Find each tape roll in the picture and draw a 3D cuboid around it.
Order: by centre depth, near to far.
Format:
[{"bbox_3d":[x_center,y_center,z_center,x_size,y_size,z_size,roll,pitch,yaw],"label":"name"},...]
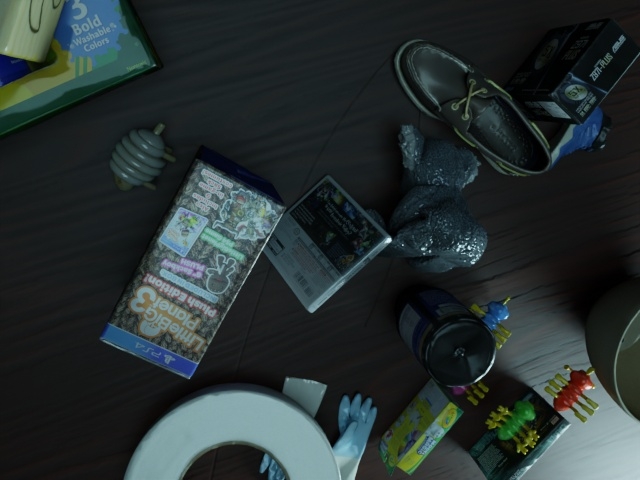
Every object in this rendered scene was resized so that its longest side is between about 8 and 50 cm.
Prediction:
[{"bbox_3d":[-0.154,0.454,1.121,0.392,0.072,0.391,0,89,-7],"label":"tape roll"}]

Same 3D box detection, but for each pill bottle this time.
[{"bbox_3d":[0.202,0.151,1.080,0.123,0.219,0.122,-2,104,-9],"label":"pill bottle"}]

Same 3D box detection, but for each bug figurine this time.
[{"bbox_3d":[0.359,0.251,1.174,0.279,0.072,0.216,42,99,13],"label":"bug figurine"}]

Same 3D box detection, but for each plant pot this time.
[{"bbox_3d":[0.612,0.181,1.172,0.284,0.191,0.284,-3,103,-12],"label":"plant pot"}]

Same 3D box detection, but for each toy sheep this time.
[{"bbox_3d":[-0.284,-0.133,0.998,0.091,0.091,0.132,33,101,-16],"label":"toy sheep"}]

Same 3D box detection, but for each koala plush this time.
[{"bbox_3d":[0.189,-0.075,1.055,0.196,0.203,0.221,17,75,-29],"label":"koala plush"}]

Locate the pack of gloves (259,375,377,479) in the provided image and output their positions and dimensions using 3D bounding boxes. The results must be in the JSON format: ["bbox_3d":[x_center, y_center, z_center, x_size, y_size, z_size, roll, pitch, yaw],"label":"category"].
[{"bbox_3d":[-0.001,0.388,1.194,0.195,0.046,0.232,14,100,-14],"label":"pack of gloves"}]

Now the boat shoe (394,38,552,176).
[{"bbox_3d":[0.264,-0.222,1.064,0.324,0.096,0.116,39,94,-16],"label":"boat shoe"}]

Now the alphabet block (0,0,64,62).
[{"bbox_3d":[-0.396,-0.332,0.705,0.194,0.192,0.197,20,99,-13],"label":"alphabet block"}]

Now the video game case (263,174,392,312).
[{"bbox_3d":[0.000,0.000,1.036,0.173,0.190,0.022,-42,139,2],"label":"video game case"}]

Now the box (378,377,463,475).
[{"bbox_3d":[0.183,0.358,1.187,0.043,0.105,0.179,39,95,-15],"label":"box"}]

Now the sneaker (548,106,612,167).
[{"bbox_3d":[0.465,-0.172,1.132,0.085,0.058,0.152,35,89,-7],"label":"sneaker"}]

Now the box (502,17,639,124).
[{"bbox_3d":[0.402,-0.274,1.033,0.078,0.180,0.147,37,95,-16],"label":"box"}]

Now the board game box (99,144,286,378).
[{"bbox_3d":[-0.193,0.020,0.974,0.141,0.232,0.291,28,97,-14],"label":"board game box"}]

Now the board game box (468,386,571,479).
[{"bbox_3d":[0.381,0.385,1.218,0.026,0.126,0.186,41,94,-18],"label":"board game box"}]

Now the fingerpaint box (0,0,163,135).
[{"bbox_3d":[-0.508,-0.324,0.870,0.445,0.163,0.371,-25,106,-4],"label":"fingerpaint box"}]
